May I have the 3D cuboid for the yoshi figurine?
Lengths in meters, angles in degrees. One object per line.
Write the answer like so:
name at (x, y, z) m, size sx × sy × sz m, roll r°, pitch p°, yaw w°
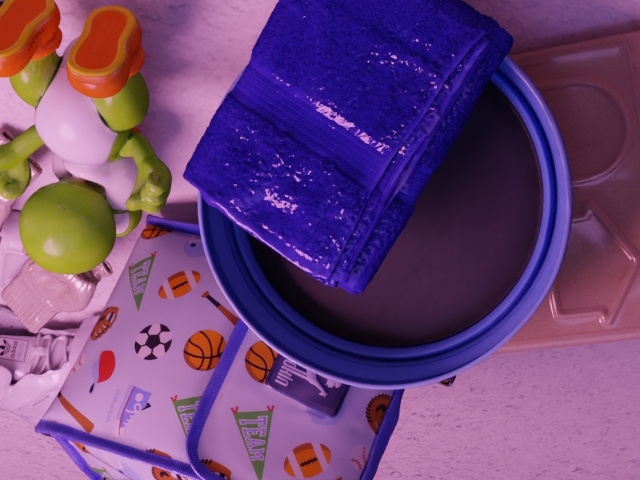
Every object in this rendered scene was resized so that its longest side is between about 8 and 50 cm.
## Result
yoshi figurine at (-0.266, -0.083, 1.262) m, size 0.203 × 0.203 × 0.362 m, roll -22°, pitch 151°, yaw -14°

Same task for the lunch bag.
lunch bag at (-0.089, 0.166, 1.395) m, size 0.385 × 0.328 × 0.239 m, roll 12°, pitch 153°, yaw 27°

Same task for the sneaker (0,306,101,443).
sneaker at (-0.371, 0.172, 1.675) m, size 0.210 × 0.137 × 0.366 m, roll 29°, pitch 138°, yaw -25°

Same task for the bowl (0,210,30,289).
bowl at (-0.377, 0.031, 1.576) m, size 0.142 × 0.053 × 0.142 m, roll 15°, pitch 138°, yaw -10°

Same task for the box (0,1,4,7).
box at (-0.394, -0.203, 1.233) m, size 0.094 × 0.137 × 0.027 m, roll -2°, pitch 133°, yaw 10°

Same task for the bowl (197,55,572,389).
bowl at (0.066, -0.043, 1.225) m, size 0.391 × 0.077 × 0.391 m, roll 2°, pitch 97°, yaw 14°

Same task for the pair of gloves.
pair of gloves at (-0.383, 0.000, 1.471) m, size 0.204 × 0.042 × 0.240 m, roll -28°, pitch 103°, yaw 38°

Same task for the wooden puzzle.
wooden puzzle at (0.227, -0.042, 1.277) m, size 0.348 × 0.080 × 0.322 m, roll -9°, pitch 99°, yaw 15°

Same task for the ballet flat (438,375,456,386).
ballet flat at (0.105, 0.170, 1.645) m, size 0.188 × 0.070 × 0.070 m, roll 9°, pitch 140°, yaw -5°

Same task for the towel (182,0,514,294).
towel at (0.019, -0.126, 1.148) m, size 0.227 × 0.076 × 0.308 m, roll 33°, pitch 103°, yaw 8°
